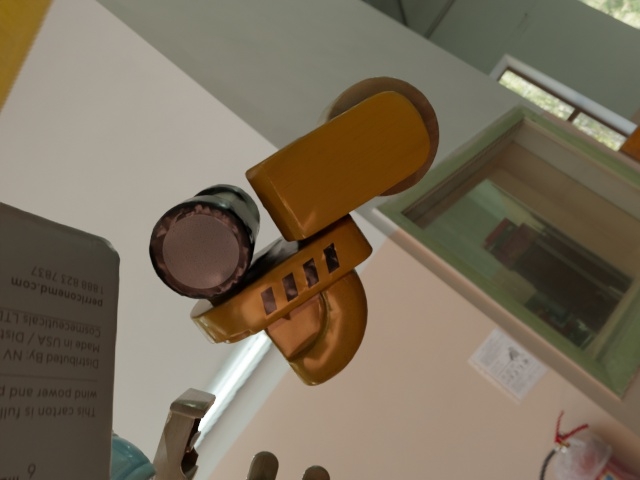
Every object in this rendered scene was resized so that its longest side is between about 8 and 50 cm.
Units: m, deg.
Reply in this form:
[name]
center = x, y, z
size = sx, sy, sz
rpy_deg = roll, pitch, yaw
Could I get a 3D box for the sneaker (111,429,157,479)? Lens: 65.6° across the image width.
[sneaker]
center = -0.319, 0.457, 0.691
size = 0.135, 0.150, 0.366
rpy_deg = -6, -69, -65

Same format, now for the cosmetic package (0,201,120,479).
[cosmetic package]
center = -0.403, 0.147, 0.322
size = 0.393, 0.328, 0.329
rpy_deg = -13, -20, 16

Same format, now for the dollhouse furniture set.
[dollhouse furniture set]
center = -0.134, 0.489, 1.007
size = 0.362, 0.393, 0.257
rpy_deg = 120, 166, -82

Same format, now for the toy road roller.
[toy road roller]
center = 0.000, 0.000, 0.558
size = 0.329, 0.241, 0.202
rpy_deg = -34, 12, 3
